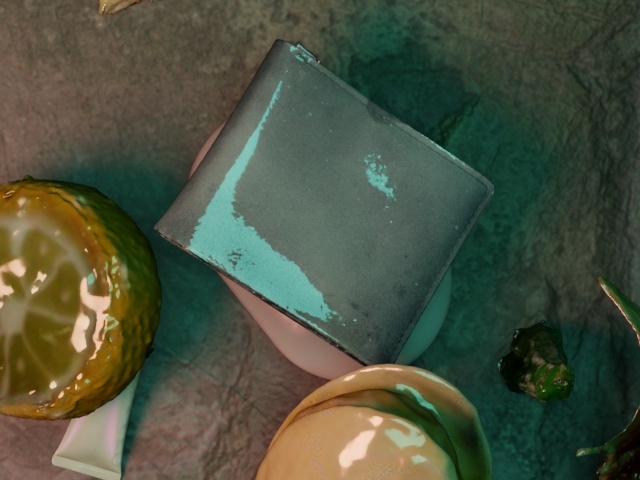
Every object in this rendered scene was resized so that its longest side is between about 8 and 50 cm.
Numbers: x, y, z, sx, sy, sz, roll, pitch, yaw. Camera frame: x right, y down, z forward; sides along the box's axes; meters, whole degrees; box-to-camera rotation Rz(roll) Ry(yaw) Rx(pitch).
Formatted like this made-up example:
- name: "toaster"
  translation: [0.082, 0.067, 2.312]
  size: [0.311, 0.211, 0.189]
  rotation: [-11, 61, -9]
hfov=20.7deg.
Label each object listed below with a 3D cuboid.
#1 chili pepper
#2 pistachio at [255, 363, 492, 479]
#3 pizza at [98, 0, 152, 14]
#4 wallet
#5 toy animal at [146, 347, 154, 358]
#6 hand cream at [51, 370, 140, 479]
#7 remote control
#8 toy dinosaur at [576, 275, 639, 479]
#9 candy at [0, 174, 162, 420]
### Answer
- name: "chili pepper"
  translation: [0.241, 0.134, 1.856]
  size: [0.059, 0.227, 0.088]
  rotation: [29, 90, -4]
- name: "pistachio"
  translation: [0.052, 0.269, 1.811]
  size: [0.238, 0.229, 0.321]
  rotation: [26, 128, 0]
- name: "pizza"
  translation: [-0.228, -0.376, 1.906]
  size: [0.323, 0.089, 0.223]
  rotation: [34, 82, -3]
- name: "wallet"
  translation: [0.010, -0.035, 1.827]
  size: [0.290, 0.054, 0.251]
  rotation: [32, 81, -6]
- name: "toy animal"
  translation: [-0.256, 0.041, 1.909]
  size: [0.217, 0.041, 0.075]
  rotation: [41, 94, 1]
- name: "hand cream"
  translation: [-0.229, 0.165, 1.886]
  size: [0.078, 0.050, 0.205]
  rotation: [16, 109, -6]
- name: "remote control"
  translation: [0.000, 0.000, 1.900]
  size: [0.221, 0.103, 0.332]
  rotation: [-38, 92, -11]
- name: "toy dinosaur"
  translation: [0.303, 0.212, 1.884]
  size: [0.113, 0.327, 0.206]
  rotation: [24, 48, 34]
- name: "candy"
  translation: [-0.286, 0.062, 1.817]
  size: [0.259, 0.118, 0.260]
  rotation: [1, 91, 26]
